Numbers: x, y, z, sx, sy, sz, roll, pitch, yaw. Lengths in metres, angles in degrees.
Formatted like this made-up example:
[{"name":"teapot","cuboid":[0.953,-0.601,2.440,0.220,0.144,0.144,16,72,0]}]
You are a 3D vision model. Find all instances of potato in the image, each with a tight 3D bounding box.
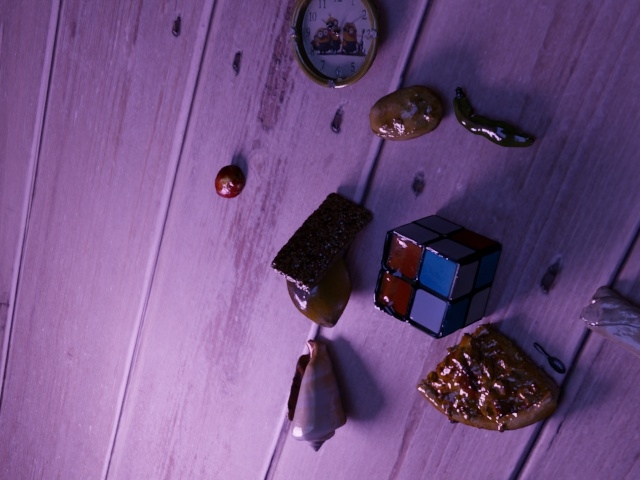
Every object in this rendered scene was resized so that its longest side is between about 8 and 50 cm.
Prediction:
[{"name":"potato","cuboid":[0.174,-0.258,1.947,0.170,0.080,0.107,-3,87,43]}]

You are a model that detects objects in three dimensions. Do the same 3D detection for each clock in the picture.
[{"name":"clock","cuboid":[0.038,-0.441,2.032,0.237,0.057,0.237,12,109,37]}]

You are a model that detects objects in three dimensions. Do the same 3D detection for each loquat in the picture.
[{"name":"loquat","cuboid":[0.000,0.102,2.157,0.152,0.152,0.195,-13,81,43]}]

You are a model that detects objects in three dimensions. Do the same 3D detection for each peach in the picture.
[{"name":"peach","cuboid":[-0.230,-0.142,2.357,0.083,0.050,0.077,-37,75,45]}]

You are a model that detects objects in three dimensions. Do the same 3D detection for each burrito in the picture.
[{"name":"burrito","cuboid":[0.592,0.184,1.711,0.275,0.059,0.082,37,109,28]}]

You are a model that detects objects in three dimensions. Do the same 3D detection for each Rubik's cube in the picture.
[{"name":"Rubik's cube","cuboid":[0.233,0.071,1.924,0.180,0.167,0.183,24,118,33]}]

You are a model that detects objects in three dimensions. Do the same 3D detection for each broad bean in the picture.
[{"name":"broad bean","cuboid":[0.322,-0.222,1.847,0.195,0.046,0.061,42,128,27]}]

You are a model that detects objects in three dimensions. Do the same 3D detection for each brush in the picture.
[{"name":"brush","cuboid":[0.450,0.231,1.883,0.083,0.008,0.024,46,131,22]}]

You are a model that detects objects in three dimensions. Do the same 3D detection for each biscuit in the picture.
[{"name":"biscuit","cuboid":[0.000,0.000,2.101,0.131,0.231,0.025,29,162,33]}]

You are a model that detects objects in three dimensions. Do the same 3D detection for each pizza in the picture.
[{"name":"pizza","cuboid":[0.330,0.280,1.954,0.336,0.086,0.226,0,103,43]}]

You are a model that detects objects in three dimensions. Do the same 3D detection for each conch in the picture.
[{"name":"conch","cuboid":[0.004,0.371,2.264,0.158,0.127,0.255,-174,97,-70]}]
